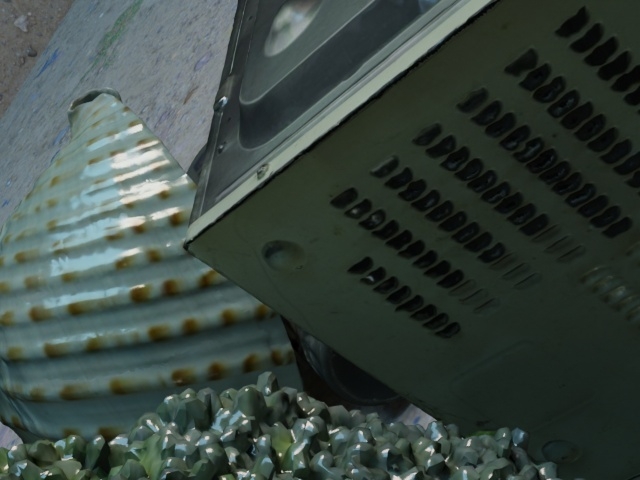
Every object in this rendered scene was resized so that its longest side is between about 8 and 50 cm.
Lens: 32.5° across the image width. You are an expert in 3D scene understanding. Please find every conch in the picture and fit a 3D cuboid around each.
[{"bbox_3d":[-0.163,0.064,0.858,0.215,0.319,0.303,-35,21,-23],"label":"conch"}]

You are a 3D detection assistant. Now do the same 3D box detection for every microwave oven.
[{"bbox_3d":[0.123,-0.096,0.611,0.247,0.333,0.394,-38,29,33],"label":"microwave oven"}]

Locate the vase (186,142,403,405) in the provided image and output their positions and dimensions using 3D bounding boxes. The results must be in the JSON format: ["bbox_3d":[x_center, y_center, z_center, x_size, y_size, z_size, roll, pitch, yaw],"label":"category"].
[{"bbox_3d":[0.000,0.000,0.878,0.251,0.156,0.301,-67,29,17],"label":"vase"}]

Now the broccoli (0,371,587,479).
[{"bbox_3d":[0.030,0.250,0.430,0.353,0.396,0.275,15,30,41],"label":"broccoli"}]
